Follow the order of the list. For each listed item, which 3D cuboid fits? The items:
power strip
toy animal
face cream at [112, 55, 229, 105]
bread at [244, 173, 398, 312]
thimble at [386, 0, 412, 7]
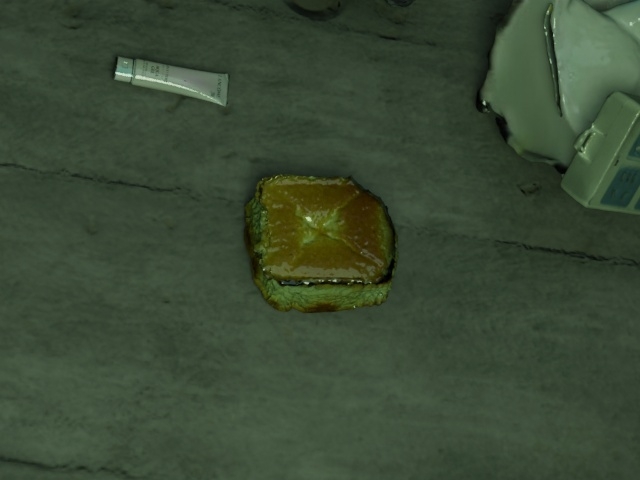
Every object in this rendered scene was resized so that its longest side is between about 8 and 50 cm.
[{"bbox_3d":[0.377,-0.070,1.269,0.367,0.106,0.043,5,30,-41],"label":"power strip"},{"bbox_3d":[0.298,-0.162,1.321,0.289,0.174,0.249,14,82,-25],"label":"toy animal"},{"bbox_3d":[-0.143,-0.156,1.257,0.115,0.020,0.038,10,61,-16],"label":"face cream"},{"bbox_3d":[0.000,0.000,1.198,0.140,0.069,0.128,-1,64,-15],"label":"bread"},{"bbox_3d":[0.089,-0.323,1.342,0.098,0.150,0.150,32,59,-7],"label":"thimble"}]
